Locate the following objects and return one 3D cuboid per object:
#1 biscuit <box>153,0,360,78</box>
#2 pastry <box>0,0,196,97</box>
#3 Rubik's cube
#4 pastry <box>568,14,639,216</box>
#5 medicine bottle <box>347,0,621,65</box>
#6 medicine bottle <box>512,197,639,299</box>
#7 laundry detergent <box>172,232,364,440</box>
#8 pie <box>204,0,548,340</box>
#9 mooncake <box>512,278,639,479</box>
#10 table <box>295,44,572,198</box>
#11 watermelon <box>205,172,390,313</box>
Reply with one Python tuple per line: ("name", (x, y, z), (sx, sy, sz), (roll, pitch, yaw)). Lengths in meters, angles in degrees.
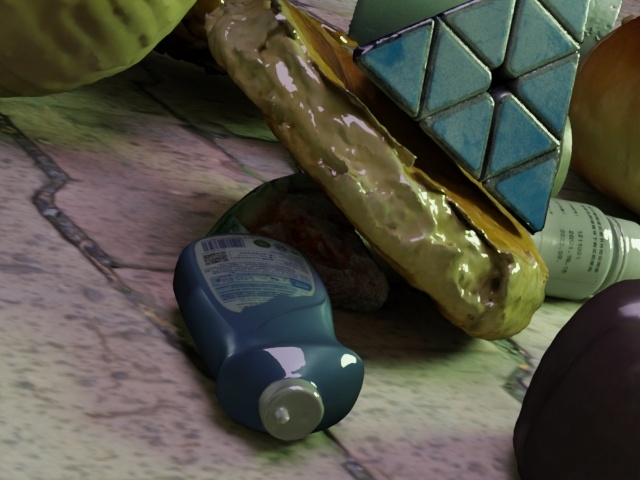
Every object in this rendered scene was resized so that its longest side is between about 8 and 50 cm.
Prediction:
("biscuit", (-0.090, -0.199, 1.537), (0.334, 0.081, 0.289), (24, 1, 25))
("pastry", (-0.254, -0.312, 1.300), (0.388, 0.388, 0.312), (34, -16, 39))
("Rubik's cube", (0.094, -0.098, 1.155), (0.178, 0.211, 0.190), (0, 68, -47))
("pastry", (0.442, -0.119, 1.643), (0.410, 0.245, 0.409), (18, 17, -6))
("medicine bottle", (0.204, -0.290, 1.923), (0.290, 0.245, 0.245), (21, 18, 3))
("medicine bottle", (0.195, 0.007, 1.302), (0.130, 0.080, 0.080), (8, 21, -28))
("laundry detergent", (-0.031, 0.060, 0.963), (0.097, 0.061, 0.206), (15, 19, -18))
("pie", (0.041, -0.060, 1.158), (0.339, 0.083, 0.339), (46, 6, -7))
("mooncake", (0.238, 0.122, 0.945), (0.245, 0.133, 0.245), (19, 24, -9))
("table", (0.098, -0.094, 1.425), (0.220, 0.126, 0.126), (7, 21, -30))
("watermelon", (0.000, 0.000, 1.163), (0.139, 0.071, 0.187), (31, 21, 22))
